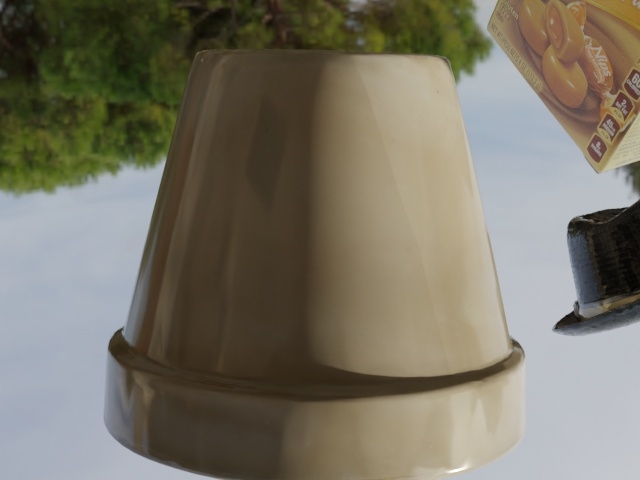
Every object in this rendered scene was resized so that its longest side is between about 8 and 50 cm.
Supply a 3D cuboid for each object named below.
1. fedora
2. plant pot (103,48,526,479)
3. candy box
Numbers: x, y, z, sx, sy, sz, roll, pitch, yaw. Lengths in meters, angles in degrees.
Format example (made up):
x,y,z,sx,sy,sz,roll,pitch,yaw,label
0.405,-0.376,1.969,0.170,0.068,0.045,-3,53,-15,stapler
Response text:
x,y,z,sx,sy,sz,roll,pitch,yaw,label
0.441,0.014,1.454,0.334,0.152,0.334,-21,177,-1,fedora
0.000,0.000,0.795,0.323,0.280,0.323,2,-171,0,plant pot
0.251,-0.223,0.799,0.088,0.316,0.183,-19,-119,-23,candy box
